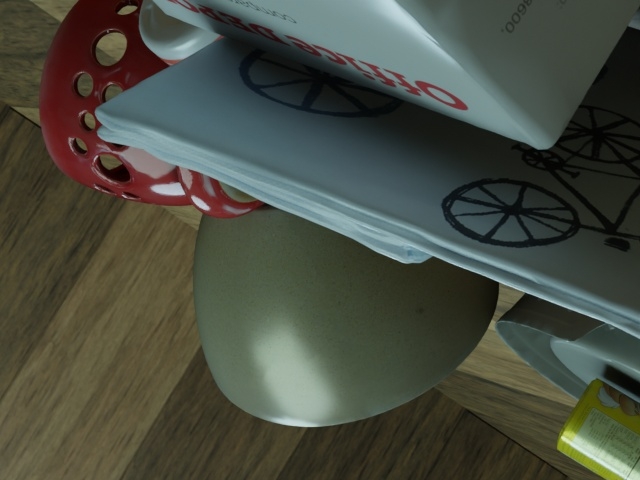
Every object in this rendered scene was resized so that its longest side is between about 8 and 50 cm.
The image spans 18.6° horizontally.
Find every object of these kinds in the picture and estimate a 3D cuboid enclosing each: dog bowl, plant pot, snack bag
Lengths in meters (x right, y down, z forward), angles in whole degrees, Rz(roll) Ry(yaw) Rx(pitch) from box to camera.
[{"bbox_3d":[0.332,0.123,1.757,0.349,0.102,0.349,31,173,4],"label":"dog bowl"},{"bbox_3d":[-0.113,-0.118,1.657,0.174,0.191,0.191,17,166,30],"label":"plant pot"},{"bbox_3d":[0.113,-0.052,0.977,0.342,0.037,0.323,22,-150,21],"label":"snack bag"},{"bbox_3d":[0.000,0.000,1.765,0.284,0.284,0.191,24,148,43],"label":"plant pot"}]

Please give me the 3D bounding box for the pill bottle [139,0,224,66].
[{"bbox_3d":[-0.036,-0.139,1.486,0.193,0.108,0.108,37,170,-39],"label":"pill bottle"}]

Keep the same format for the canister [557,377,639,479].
[{"bbox_3d":[0.295,0.195,1.710,0.170,0.073,0.126,31,172,11],"label":"canister"}]

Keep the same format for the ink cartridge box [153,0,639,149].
[{"bbox_3d":[-0.056,-0.226,0.796,0.285,0.166,0.395,25,171,44],"label":"ink cartridge box"}]
